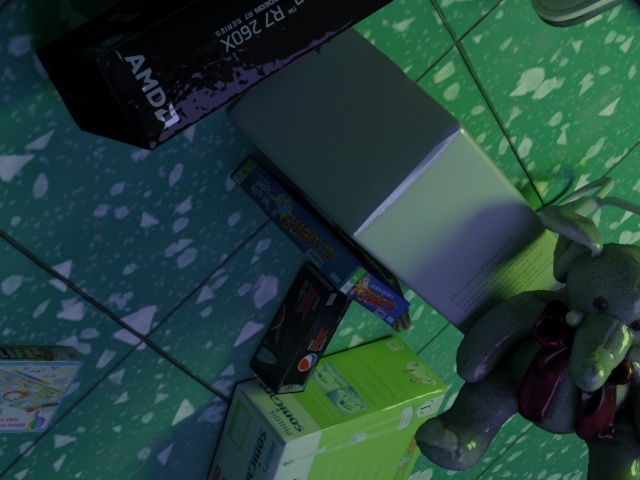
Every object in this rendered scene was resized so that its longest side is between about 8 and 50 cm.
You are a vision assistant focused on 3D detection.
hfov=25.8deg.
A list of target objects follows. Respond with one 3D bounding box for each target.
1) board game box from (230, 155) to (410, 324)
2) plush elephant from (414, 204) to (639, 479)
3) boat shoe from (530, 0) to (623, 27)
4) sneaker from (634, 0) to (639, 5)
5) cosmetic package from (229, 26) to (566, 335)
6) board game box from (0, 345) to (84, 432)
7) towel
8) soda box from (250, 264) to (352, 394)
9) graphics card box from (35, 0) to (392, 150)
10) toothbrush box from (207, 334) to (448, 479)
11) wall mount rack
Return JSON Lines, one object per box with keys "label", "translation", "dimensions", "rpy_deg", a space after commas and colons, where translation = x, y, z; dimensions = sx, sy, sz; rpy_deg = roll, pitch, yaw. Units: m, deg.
{"label": "board game box", "translation": [0.000, 0.000, 1.525], "dimensions": [0.035, 0.201, 0.136], "rpy_deg": [-47, 146, 4]}
{"label": "plush elephant", "translation": [0.298, 0.114, 1.509], "dimensions": [0.330, 0.272, 0.255], "rpy_deg": [-60, 170, -28]}
{"label": "boat shoe", "translation": [0.376, -0.335, 1.640], "dimensions": [0.319, 0.116, 0.099], "rpy_deg": [-41, 146, -16]}
{"label": "sneaker", "translation": [0.461, -0.336, 1.751], "dimensions": [0.128, 0.087, 0.221], "rpy_deg": [-60, 168, 6]}
{"label": "cosmetic package", "translation": [0.115, -0.044, 1.574], "dimensions": [0.161, 0.230, 0.453], "rpy_deg": [-46, 146, 3]}
{"label": "board game box", "translation": [-0.341, 0.161, 1.498], "dimensions": [0.154, 0.026, 0.103], "rpy_deg": [7, 122, -50]}
{"label": "towel", "translation": [0.067, 0.049, 1.735], "dimensions": [0.027, 0.110, 0.148], "rpy_deg": [-36, 149, -8]}
{"label": "soda box", "translation": [-0.021, 0.111, 1.751], "dimensions": [0.053, 0.060, 0.169], "rpy_deg": [-1, 127, -48]}
{"label": "graphics card box", "translation": [-0.049, -0.215, 1.212], "dimensions": [0.371, 0.233, 0.094], "rpy_deg": [-33, 110, -16]}
{"label": "toothbrush box", "translation": [0.008, 0.269, 1.898], "dimensions": [0.283, 0.122, 0.206], "rpy_deg": [-16, 137, -37]}
{"label": "wall mount rack", "translation": [0.339, 0.036, 1.843], "dimensions": [0.350, 0.130, 0.304], "rpy_deg": [-38, -171, -34]}
